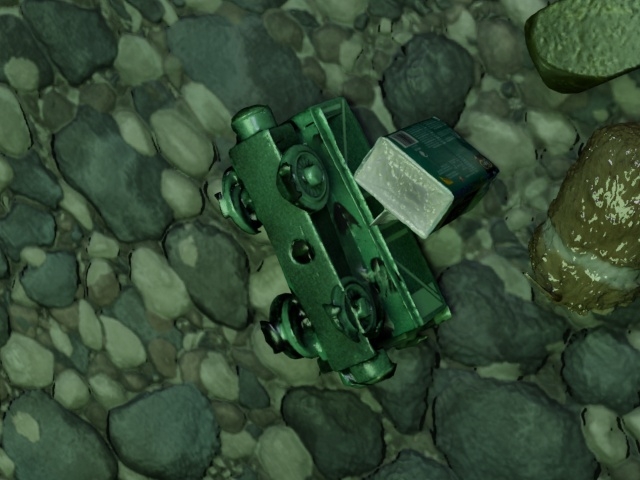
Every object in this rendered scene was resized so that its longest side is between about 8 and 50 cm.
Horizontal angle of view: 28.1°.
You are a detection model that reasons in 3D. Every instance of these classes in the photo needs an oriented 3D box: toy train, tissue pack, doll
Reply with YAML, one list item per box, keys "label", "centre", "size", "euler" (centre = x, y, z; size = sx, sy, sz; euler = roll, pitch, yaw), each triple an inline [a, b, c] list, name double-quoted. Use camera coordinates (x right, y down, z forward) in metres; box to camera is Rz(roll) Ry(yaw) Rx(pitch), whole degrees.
- label: "toy train"
  centre: [0.000, 0.000, 1.153]
  size: [0.115, 0.154, 0.269]
  euler: [-26, 91, 29]
- label: "tissue pack"
  centre: [0.088, -0.049, 1.119]
  size: [0.085, 0.111, 0.079]
  euler: [41, 119, 12]
- label: "doll"
  centre: [0.252, -0.036, 1.046]
  size: [0.105, 0.115, 0.221]
  euler: [41, 112, 24]

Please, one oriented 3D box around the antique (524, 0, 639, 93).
- label: "antique"
  centre: [0.269, -0.183, 1.008]
  size: [0.221, 0.081, 0.080]
  euler: [-23, 90, 31]
